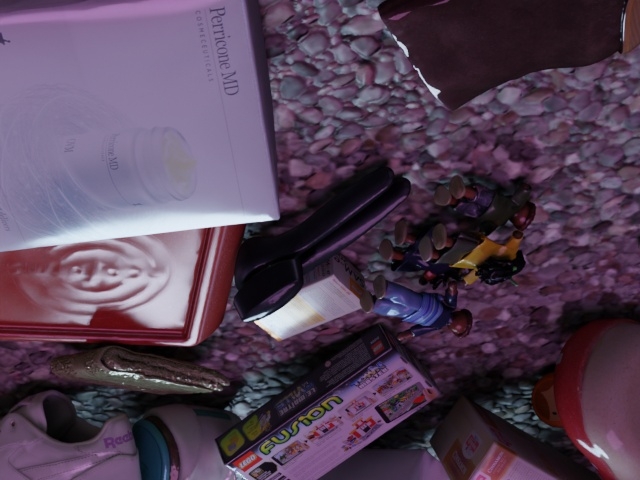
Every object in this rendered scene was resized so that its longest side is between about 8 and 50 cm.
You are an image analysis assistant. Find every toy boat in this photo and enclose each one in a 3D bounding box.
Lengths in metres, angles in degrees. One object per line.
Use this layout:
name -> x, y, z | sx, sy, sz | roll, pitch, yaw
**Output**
toy boat -> 0.287, 0.171, 1.321 | 0.151, 0.151, 0.231 | 7, 153, 34

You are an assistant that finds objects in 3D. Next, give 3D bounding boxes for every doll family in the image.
doll family -> 0.121, 0.022, 1.135 | 0.111, 0.076, 0.193 | 15, 143, -32

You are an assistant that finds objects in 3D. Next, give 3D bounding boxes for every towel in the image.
towel -> -0.172, 0.125, 1.226 | 0.148, 0.027, 0.110 | 15, 162, -38

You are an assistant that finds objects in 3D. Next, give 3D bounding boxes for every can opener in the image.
can opener -> 0.000, 0.000, 1.098 | 0.186, 0.073, 0.059 | -36, 151, 15

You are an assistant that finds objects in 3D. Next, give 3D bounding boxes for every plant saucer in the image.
plant saucer -> -0.194, 0.015, 1.096 | 0.258, 0.048, 0.259 | 3, 143, -12

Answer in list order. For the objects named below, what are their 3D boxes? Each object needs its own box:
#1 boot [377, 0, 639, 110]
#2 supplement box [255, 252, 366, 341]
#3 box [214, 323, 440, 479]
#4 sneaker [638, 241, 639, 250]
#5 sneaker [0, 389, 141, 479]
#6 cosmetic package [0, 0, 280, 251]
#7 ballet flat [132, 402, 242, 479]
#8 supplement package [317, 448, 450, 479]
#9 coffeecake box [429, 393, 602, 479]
boot -> 0.131, -0.186, 0.839 | 0.207, 0.090, 0.248 | -22, 144, 16
supplement box -> -0.015, 0.049, 1.174 | 0.098, 0.036, 0.062 | -23, 140, 21
box -> 0.009, 0.178, 1.300 | 0.207, 0.036, 0.114 | -35, 136, 9
sneaker -> 0.329, 0.019, 1.185 | 0.083, 0.037, 0.032 | 19, 138, -27
sneaker -> -0.314, 0.223, 1.322 | 0.305, 0.152, 0.114 | 1, -174, 19
cosmetic package -> -0.149, -0.117, 0.855 | 0.224, 0.138, 0.224 | -8, 143, 0
ballet flat -> -0.159, 0.346, 1.396 | 0.139, 0.139, 0.400 | 7, 118, -17
supplement package -> 0.043, 0.340, 1.396 | 0.203, 0.194, 0.149 | -6, 149, 32
coffeecake box -> 0.219, 0.252, 1.339 | 0.185, 0.142, 0.068 | 31, 97, -13
